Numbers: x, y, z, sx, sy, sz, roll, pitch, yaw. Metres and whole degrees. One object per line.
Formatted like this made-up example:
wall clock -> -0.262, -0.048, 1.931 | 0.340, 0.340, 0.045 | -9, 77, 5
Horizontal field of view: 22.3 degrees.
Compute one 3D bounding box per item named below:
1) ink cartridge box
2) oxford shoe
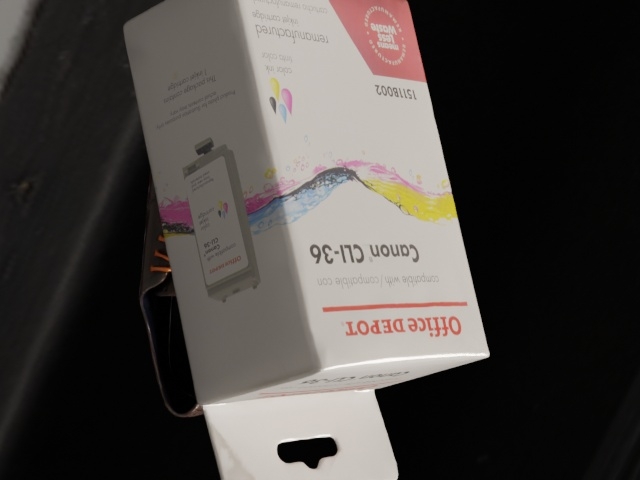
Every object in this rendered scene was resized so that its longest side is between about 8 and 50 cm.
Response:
ink cartridge box -> 0.000, 0.000, 0.648 | 0.067, 0.115, 0.198 | -20, -102, 38
oxford shoe -> -0.086, -0.002, 1.196 | 0.096, 0.098, 0.271 | 0, -78, 14
